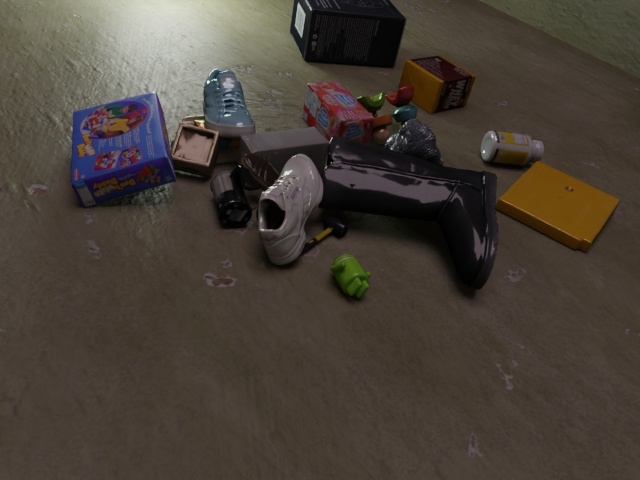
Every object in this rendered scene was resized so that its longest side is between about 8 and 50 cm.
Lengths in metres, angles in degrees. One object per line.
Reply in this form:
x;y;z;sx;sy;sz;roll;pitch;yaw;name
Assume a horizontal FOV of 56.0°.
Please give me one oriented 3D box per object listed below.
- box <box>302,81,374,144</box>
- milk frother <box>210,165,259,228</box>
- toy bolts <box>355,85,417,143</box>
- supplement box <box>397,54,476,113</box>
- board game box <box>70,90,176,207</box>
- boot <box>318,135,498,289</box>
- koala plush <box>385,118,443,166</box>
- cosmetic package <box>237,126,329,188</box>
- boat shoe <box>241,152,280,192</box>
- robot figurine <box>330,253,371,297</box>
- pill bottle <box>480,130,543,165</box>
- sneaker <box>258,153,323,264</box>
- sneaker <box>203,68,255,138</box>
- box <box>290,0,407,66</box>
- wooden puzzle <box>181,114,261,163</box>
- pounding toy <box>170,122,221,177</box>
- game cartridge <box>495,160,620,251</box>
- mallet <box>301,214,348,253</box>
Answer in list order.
0.052;-0.391;1.915;0.123;0.128;0.257;-10;43;-25;box
-0.192;-0.102;1.532;0.143;0.129;0.134;40;18;-41;milk frother
0.213;-0.404;2.013;0.228;0.158;0.218;-18;5;-22;toy bolts
0.435;-0.590;2.267;0.194;0.129;0.191;-19;48;-33;supplement box
-0.516;-0.249;1.567;0.233;0.078;0.347;-17;44;-6;board game box
0.209;-0.077;1.523;0.445;0.146;0.367;14;49;-1;boot
0.217;-0.227;1.730;0.221;0.203;0.196;-30;74;-7;koala plush
-0.104;-0.232;1.678;0.238;0.127;0.107;-11;43;-24;cosmetic package
-0.136;-0.146;1.570;0.190;0.072;0.068;42;52;-6;boat shoe
0.067;0.078;1.387;0.101;0.067;0.115;19;28;-39;robot figurine
0.633;-0.302;1.986;0.184;0.103;0.103;5;39;-10;pill bottle
-0.074;-0.100;1.435;0.114;0.152;0.305;-3;56;21;sneaker
-0.279;-0.408;1.752;0.135;0.150;0.366;-9;32;-21;sneaker
0.103;-0.878;2.466;0.396;0.212;0.293;-1;40;-16;box
-0.276;-0.315;1.798;0.221;0.044;0.238;-10;44;-27;wooden puzzle
-0.352;-0.251;1.650;0.141;0.100;0.130;13;70;0;pounding toy
0.719;-0.108;1.821;0.285;0.052;0.324;32;45;23;game cartridge
0.000;0.000;1.497;0.062;0.039;0.190;27;45;20;mallet
